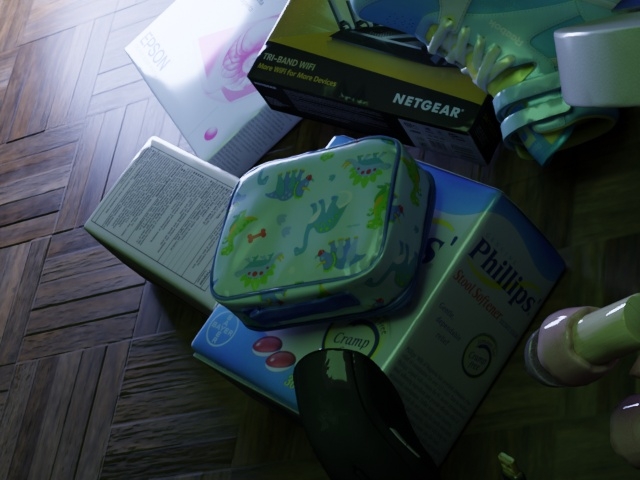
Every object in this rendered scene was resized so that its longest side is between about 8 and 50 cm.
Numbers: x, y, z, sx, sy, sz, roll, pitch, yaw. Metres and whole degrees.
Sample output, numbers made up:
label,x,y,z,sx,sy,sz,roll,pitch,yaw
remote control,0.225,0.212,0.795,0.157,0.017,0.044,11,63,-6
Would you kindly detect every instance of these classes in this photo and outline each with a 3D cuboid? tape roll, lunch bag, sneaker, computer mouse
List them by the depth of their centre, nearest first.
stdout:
label,x,y,z,sx,sy,sz,roll,pitch,yaw
tape roll,0.405,-0.184,1.416,0.392,0.392,0.072,-3,100,39
computer mouse,0.086,0.207,1.443,0.184,0.262,0.060,-11,29,27
lunch bag,0.000,0.000,1.567,0.219,0.090,0.176,-12,51,33
sneaker,0.177,-0.187,1.662,0.319,0.127,0.208,7,73,-4

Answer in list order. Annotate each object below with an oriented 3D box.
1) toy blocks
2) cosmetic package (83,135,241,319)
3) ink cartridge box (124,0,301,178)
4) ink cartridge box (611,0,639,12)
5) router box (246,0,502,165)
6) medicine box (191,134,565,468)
label,x,y,z,sx,sy,sz,roll,pitch,yaw
toy blocks,0.351,0.090,1.374,0.288,0.309,0.260,-54,7,-25
cosmetic package,-0.128,0.005,1.869,0.153,0.129,0.296,-52,41,-7
ink cartridge box,-0.077,-0.275,2.089,0.330,0.071,0.324,-44,41,6
ink cartridge box,0.477,-0.332,1.572,0.307,0.072,0.303,1,32,38
router box,0.102,-0.238,1.848,0.309,0.081,0.243,17,70,31
medicine box,0.057,0.068,1.649,0.263,0.149,0.289,23,76,47
